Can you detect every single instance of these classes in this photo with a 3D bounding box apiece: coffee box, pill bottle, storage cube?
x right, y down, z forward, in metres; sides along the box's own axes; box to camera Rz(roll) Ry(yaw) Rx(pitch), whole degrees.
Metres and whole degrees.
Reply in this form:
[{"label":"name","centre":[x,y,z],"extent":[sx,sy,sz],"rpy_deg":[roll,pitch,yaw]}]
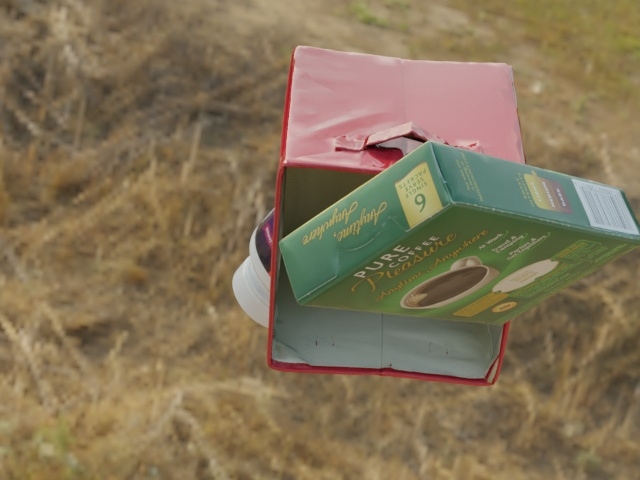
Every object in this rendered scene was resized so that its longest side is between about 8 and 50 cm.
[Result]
[{"label":"coffee box","centre":[0.079,0.000,0.880],"extent":[0.184,0.113,0.040],"rpy_deg":[7,57,-47]},{"label":"pill bottle","centre":[0.000,0.000,1.564],"extent":[0.108,0.193,0.108],"rpy_deg":[25,40,-23]},{"label":"storage cube","centre":[0.058,-0.024,1.288],"extent":[0.183,0.215,0.193],"rpy_deg":[4,33,-1]}]
